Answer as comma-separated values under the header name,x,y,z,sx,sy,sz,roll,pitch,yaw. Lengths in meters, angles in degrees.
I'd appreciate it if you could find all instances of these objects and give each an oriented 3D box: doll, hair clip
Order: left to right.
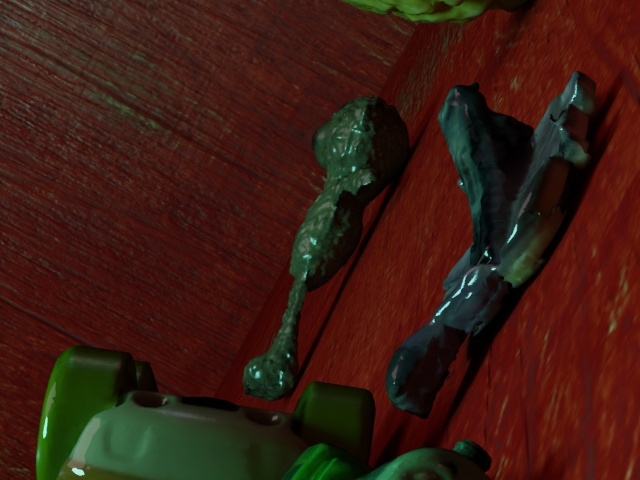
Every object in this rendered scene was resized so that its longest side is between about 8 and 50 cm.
name,x,y,z,sx,sy,sz,roll,pitch,yaw
doll,0.002,0.004,1.812,0.202,0.091,0.286,-15,-56,-78
hair clip,0.082,-0.016,0.924,0.146,0.056,0.187,-59,13,26

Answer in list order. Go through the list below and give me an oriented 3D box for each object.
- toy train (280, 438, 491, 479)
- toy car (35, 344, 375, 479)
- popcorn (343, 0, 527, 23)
name,x,y,z,sx,sy,sz,roll,pitch,yaw
toy train,0.001,0.125,0.714,0.119,0.085,0.251,-50,1,-15
toy car,-0.061,0.168,0.939,0.235,0.145,0.235,9,-90,-88
popcorn,0.106,-0.268,1.501,0.237,0.251,0.206,27,115,54
